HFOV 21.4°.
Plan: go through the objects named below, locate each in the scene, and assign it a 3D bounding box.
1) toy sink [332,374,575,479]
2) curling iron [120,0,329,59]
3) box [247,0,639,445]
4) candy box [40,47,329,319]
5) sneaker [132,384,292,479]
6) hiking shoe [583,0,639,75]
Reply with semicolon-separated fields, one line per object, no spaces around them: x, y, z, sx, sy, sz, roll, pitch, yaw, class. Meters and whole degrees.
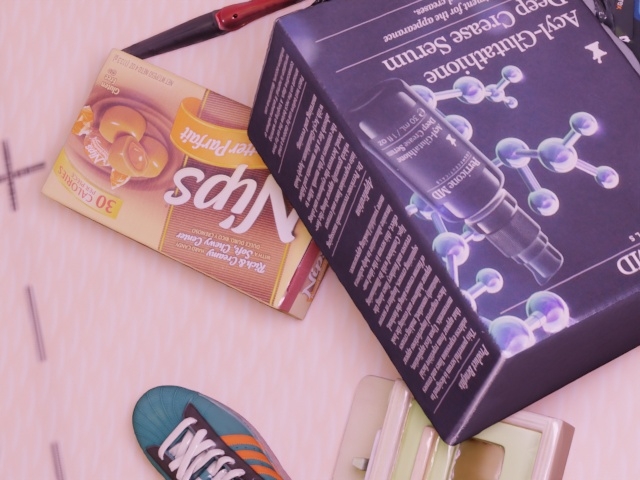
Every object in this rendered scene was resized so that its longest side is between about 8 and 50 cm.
0.119;0.227;1.701;0.234;0.131;0.153;14;84;17;toy sink
-0.098;-0.237;1.888;0.274;0.035;0.068;-10;67;13;curling iron
0.159;-0.059;1.630;0.293;0.212;0.395;-25;69;-23;box
-0.124;-0.063;1.833;0.316;0.087;0.183;25;88;20;candy box
-0.092;0.257;1.758;0.302;0.121;0.108;42;92;18;sneaker
0.356;-0.137;1.713;0.132;0.113;0.304;-22;83;-2;hiking shoe
